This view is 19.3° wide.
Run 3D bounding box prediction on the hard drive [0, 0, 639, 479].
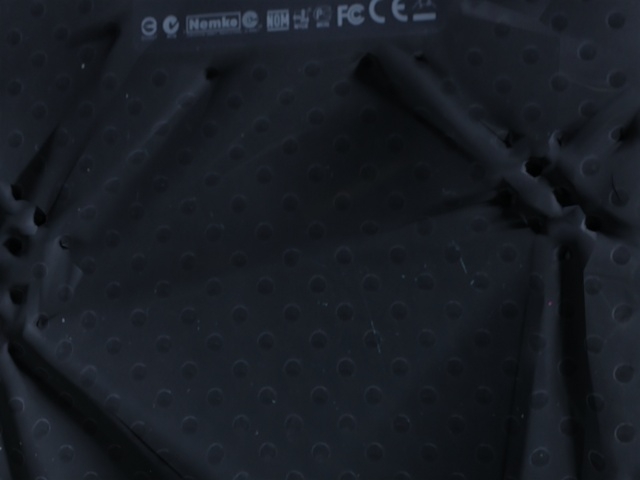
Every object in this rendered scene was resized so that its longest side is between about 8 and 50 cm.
[{"bbox_3d":[0.000,0.000,0.418,0.172,0.054,0.254,-2,86,18],"label":"hard drive"}]
